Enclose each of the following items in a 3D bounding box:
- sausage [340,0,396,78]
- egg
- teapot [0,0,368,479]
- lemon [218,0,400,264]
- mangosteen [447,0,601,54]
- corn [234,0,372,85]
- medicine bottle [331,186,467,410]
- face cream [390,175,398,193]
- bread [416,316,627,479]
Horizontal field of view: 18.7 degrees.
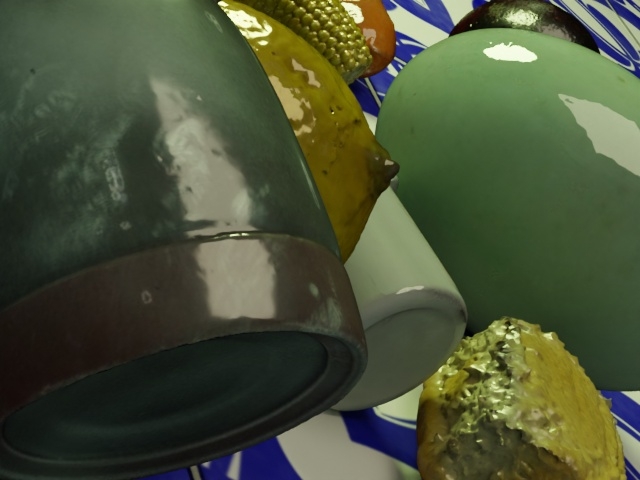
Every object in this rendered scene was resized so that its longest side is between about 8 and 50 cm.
[{"bbox_3d":[0.030,-0.243,2.135,0.089,0.089,0.179,26,32,-37],"label":"sausage"},{"bbox_3d":[0.218,-0.027,1.775,0.389,0.276,0.276,41,21,4],"label":"egg"},{"bbox_3d":[-0.162,-0.027,1.138,0.233,0.315,0.312,97,-22,-66],"label":"teapot"},{"bbox_3d":[-0.085,-0.057,1.368,0.253,0.228,0.228,38,18,21],"label":"lemon"},{"bbox_3d":[0.222,-0.172,2.227,0.194,0.194,0.230,39,47,-8],"label":"mangosteen"},{"bbox_3d":[-0.047,-0.265,2.033,0.260,0.091,0.091,51,25,11],"label":"corn"},{"bbox_3d":[0.000,0.000,1.526,0.144,0.144,0.252,16,35,-50],"label":"medicine bottle"},{"bbox_3d":[-0.048,-0.107,1.707,0.251,0.101,0.101,47,21,12],"label":"face cream"},{"bbox_3d":[0.160,0.161,1.527,0.174,0.121,0.245,47,15,-13],"label":"bread"}]
